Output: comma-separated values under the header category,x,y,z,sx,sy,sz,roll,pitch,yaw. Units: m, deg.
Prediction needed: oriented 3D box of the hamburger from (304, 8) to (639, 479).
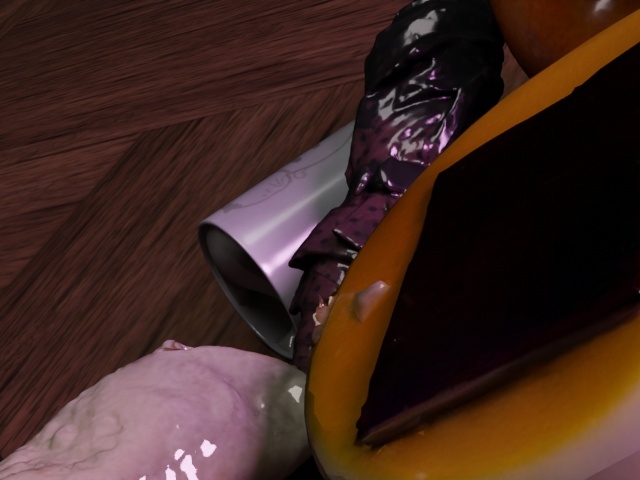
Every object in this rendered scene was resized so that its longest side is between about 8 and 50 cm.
category,x,y,z,sx,sy,sz,roll,pitch,yaw
hamburger,0.135,0.039,0.490,0.294,0.179,0.276,-34,22,34

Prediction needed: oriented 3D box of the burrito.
category,x,y,z,sx,sy,sz,roll,pitch,yaw
burrito,-0.146,0.154,0.497,0.117,0.076,0.392,8,36,44

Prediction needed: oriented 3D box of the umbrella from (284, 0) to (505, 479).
category,x,y,z,sx,sy,sz,roll,pitch,yaw
umbrella,0.036,0.001,0.683,0.090,0.094,0.326,7,56,16

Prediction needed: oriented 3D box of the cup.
category,x,y,z,sx,sy,sz,roll,pitch,yaw
cup,-0.003,-0.008,0.810,0.133,0.099,0.136,-36,28,-18

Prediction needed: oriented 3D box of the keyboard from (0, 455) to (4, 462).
category,x,y,z,sx,sy,sz,roll,pitch,yaw
keyboard,-0.235,0.140,0.840,0.061,0.013,0.204,-34,27,-16

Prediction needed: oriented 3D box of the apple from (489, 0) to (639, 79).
category,x,y,z,sx,sy,sz,roll,pitch,yaw
apple,0.215,-0.170,0.673,0.275,0.299,0.299,-23,19,-39
